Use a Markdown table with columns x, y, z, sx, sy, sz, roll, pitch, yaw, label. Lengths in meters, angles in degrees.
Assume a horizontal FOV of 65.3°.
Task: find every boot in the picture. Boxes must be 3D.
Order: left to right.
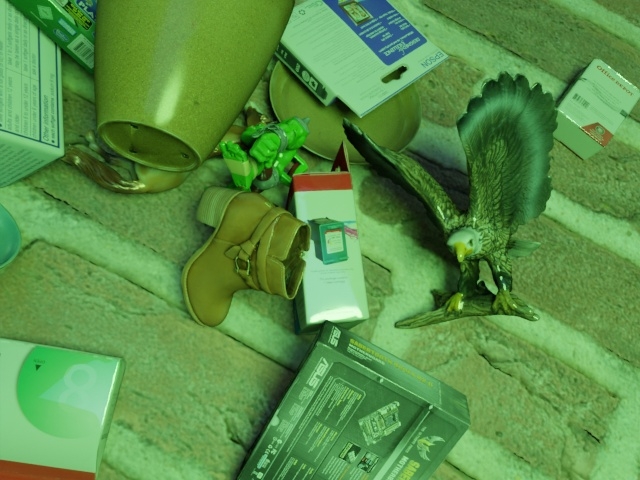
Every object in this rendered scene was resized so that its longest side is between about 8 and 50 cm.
| x | y | z | sx | sy | sz | roll | pitch | yaw | label |
| --- | --- | --- | --- | --- | --- | --- | --- | --- | --- |
| -0.089 | 0.041 | 0.596 | 0.152 | 0.197 | 0.073 | 22 | 26 | 31 | boot |

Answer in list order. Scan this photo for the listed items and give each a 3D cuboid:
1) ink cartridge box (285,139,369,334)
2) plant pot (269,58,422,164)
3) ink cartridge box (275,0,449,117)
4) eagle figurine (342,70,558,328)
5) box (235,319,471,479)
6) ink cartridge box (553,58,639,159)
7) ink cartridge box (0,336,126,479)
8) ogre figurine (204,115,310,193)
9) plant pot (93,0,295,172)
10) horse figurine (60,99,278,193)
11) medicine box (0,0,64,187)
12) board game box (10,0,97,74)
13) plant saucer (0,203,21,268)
| x | y | z | sx | sy | sz | roll | pitch | yaw | label |
| --- | --- | --- | --- | --- | --- | --- | --- | --- | --- |
| 0.000 | 0.000 | 0.657 | 0.078 | 0.134 | 0.231 | -3 | 74 | -10 | ink cartridge box |
| 0.038 | -0.211 | 0.765 | 0.236 | 0.032 | 0.236 | 5 | 66 | -11 | plant pot |
| 0.055 | -0.291 | 0.760 | 0.206 | 0.045 | 0.208 | -37 | 78 | -24 | ink cartridge box |
| 0.178 | -0.039 | 0.625 | 0.226 | 0.225 | 0.298 | -18 | 99 | -7 | eagle figurine |
| 0.030 | 0.231 | 0.571 | 0.183 | 0.056 | 0.231 | 28 | 110 | 0 | box |
| 0.448 | -0.218 | 0.831 | 0.099 | 0.056 | 0.135 | 40 | 73 | 3 | ink cartridge box |
| -0.346 | 0.234 | 0.579 | 0.181 | 0.056 | 0.225 | 11 | 71 | -6 | ink cartridge box |
| -0.080 | -0.097 | 0.657 | 0.097 | 0.197 | 0.118 | 36 | 50 | 13 | ogre figurine |
| -0.172 | -0.222 | 0.603 | 0.237 | 0.237 | 0.254 | 13 | 72 | -5 | plant pot |
| -0.212 | -0.141 | 0.700 | 0.263 | 0.066 | 0.174 | -40 | 80 | -22 | horse figurine |
| -0.464 | -0.229 | 0.559 | 0.149 | 0.289 | 0.264 | -17 | 74 | 30 | medicine box |
| -0.367 | -0.390 | 0.616 | 0.317 | 0.046 | 0.214 | 44 | 36 | -37 | board game box |
| -0.490 | -0.037 | 0.521 | 0.317 | 0.317 | 0.044 | 33 | 100 | 1 | plant saucer |
